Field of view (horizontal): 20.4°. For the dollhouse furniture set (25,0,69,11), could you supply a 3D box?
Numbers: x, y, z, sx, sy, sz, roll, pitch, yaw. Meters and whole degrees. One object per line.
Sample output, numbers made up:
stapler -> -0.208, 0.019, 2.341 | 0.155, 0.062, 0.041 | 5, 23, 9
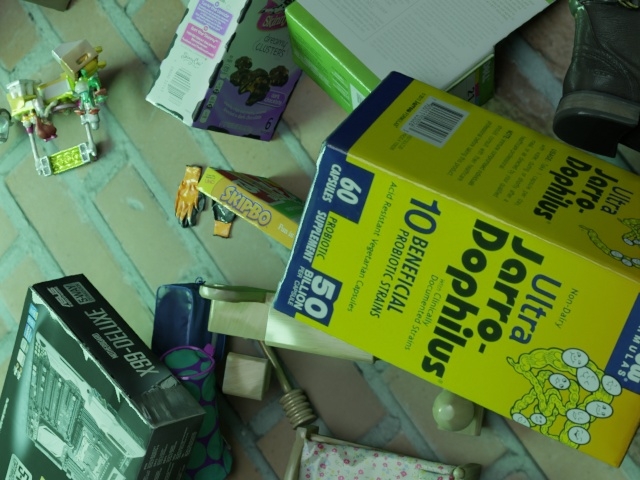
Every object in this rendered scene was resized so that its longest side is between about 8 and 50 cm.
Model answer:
dollhouse furniture set -> -0.490, -0.382, 2.096 | 0.362, 0.256, 0.394 | 36, 104, 26

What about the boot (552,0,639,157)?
boot -> 0.340, -0.179, 1.699 | 0.091, 0.263, 0.229 | 131, 154, -61

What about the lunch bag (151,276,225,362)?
lunch bag -> -0.142, 0.089, 1.984 | 0.067, 0.065, 0.098 | 9, 92, 45

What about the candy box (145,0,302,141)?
candy box -> -0.080, -0.214, 1.910 | 0.070, 0.165, 0.196 | 31, 102, 27

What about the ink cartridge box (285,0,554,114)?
ink cartridge box -> 0.121, -0.231, 1.850 | 0.255, 0.097, 0.189 | -38, 65, -15

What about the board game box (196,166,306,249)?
board game box -> 0.000, 0.000, 1.875 | 0.259, 0.124, 0.039 | 36, 103, 26

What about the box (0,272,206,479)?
box -> -0.259, 0.230, 1.958 | 0.242, 0.077, 0.307 | 45, 130, 31

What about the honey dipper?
honey dipper -> -0.051, 0.131, 1.950 | 0.030, 0.030, 0.160 | -34, 71, 23

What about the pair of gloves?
pair of gloves -> -0.128, -0.045, 2.015 | 0.083, 0.010, 0.074 | 14, 94, 28

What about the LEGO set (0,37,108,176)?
LEGO set -> -0.297, -0.144, 2.045 | 0.287, 0.132, 0.107 | -20, 83, 49

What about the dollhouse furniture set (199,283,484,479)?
dollhouse furniture set -> -0.008, 0.239, 1.813 | 0.303, 0.174, 0.355 | 9, 92, 21

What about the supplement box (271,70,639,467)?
supplement box -> 0.168, 0.021, 1.657 | 0.357, 0.195, 0.194 | 24, 122, 11

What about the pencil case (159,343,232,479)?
pencil case -> -0.136, 0.191, 1.940 | 0.064, 0.070, 0.151 | 34, 139, 49
